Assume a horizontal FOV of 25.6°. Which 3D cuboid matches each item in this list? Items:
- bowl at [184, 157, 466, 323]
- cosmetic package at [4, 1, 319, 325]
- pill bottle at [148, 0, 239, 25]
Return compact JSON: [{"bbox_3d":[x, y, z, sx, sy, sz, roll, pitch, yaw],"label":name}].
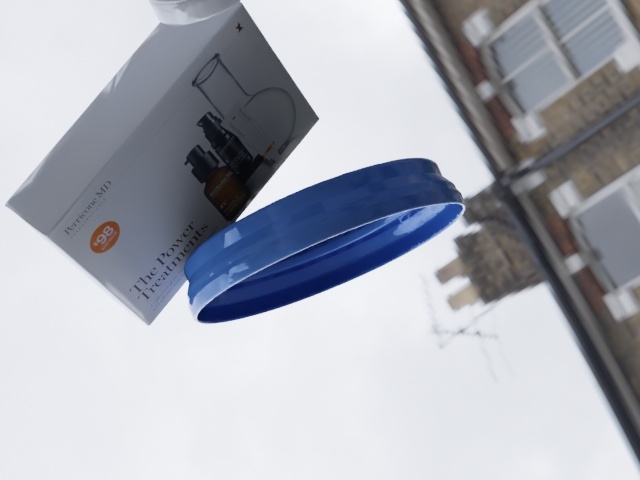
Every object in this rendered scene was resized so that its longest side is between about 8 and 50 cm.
[{"bbox_3d":[0.000,0.000,1.862,0.391,0.391,0.077,-13,-104,-44],"label":"bowl"},{"bbox_3d":[-0.193,-0.106,1.829,0.097,0.377,0.284,33,170,34],"label":"cosmetic package"},{"bbox_3d":[-0.186,-0.402,1.516,0.323,0.181,0.181,66,-146,-33],"label":"pill bottle"}]
